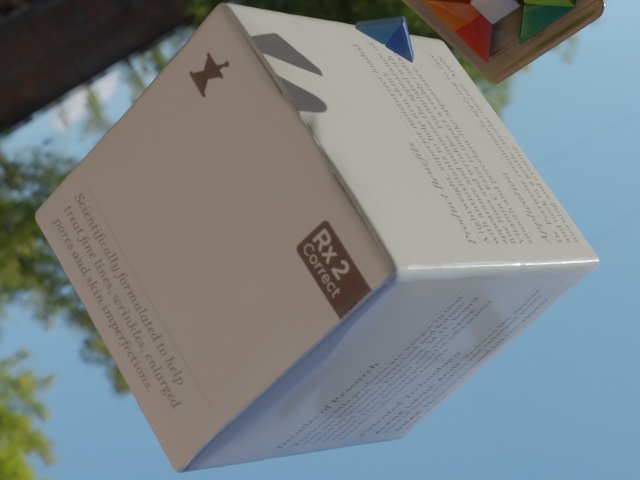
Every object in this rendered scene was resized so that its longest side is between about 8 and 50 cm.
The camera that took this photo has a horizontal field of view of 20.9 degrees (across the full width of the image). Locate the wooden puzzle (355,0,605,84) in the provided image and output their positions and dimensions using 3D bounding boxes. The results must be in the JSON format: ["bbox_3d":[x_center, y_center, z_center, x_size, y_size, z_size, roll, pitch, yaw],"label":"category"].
[{"bbox_3d":[0.076,-0.106,0.747,0.116,0.078,0.014,-40,-157,36],"label":"wooden puzzle"}]

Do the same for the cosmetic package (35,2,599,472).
[{"bbox_3d":[0.000,0.000,0.819,0.151,0.151,0.183,-45,155,28],"label":"cosmetic package"}]
